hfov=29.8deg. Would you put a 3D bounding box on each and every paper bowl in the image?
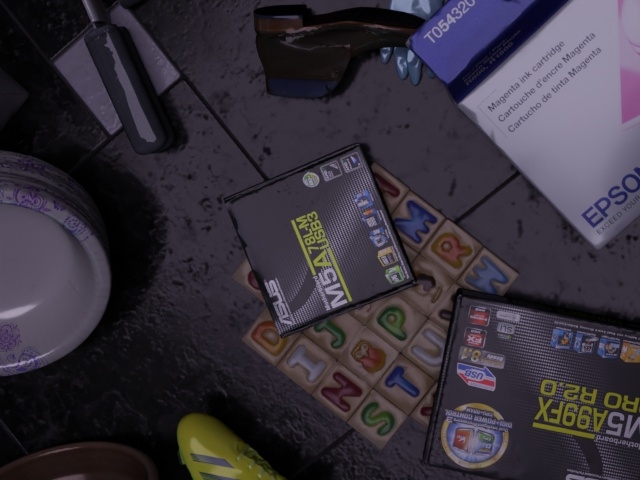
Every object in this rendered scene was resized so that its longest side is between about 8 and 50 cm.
[{"bbox_3d":[-0.401,0.017,1.463,0.284,0.148,0.284,-7,126,-10],"label":"paper bowl"}]

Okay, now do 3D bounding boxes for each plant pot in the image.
[{"bbox_3d":[-0.306,0.411,1.492,0.263,0.263,0.229,-7,113,9],"label":"plant pot"}]

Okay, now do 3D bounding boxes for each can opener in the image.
[{"bbox_3d":[-0.238,-0.250,1.487,0.095,0.076,0.283,-24,92,10],"label":"can opener"}]

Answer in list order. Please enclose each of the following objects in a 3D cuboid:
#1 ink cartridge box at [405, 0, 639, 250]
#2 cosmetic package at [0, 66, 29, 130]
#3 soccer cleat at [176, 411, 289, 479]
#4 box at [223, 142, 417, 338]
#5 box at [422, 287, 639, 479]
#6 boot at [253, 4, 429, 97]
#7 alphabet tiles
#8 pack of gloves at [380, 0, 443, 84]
[{"bbox_3d":[0.319,-0.213,1.347,0.330,0.071,0.324,45,104,-5],"label":"ink cartridge box"},{"bbox_3d":[-0.513,-0.203,1.455,0.224,0.225,0.138,43,102,3],"label":"cosmetic package"},{"bbox_3d":[-0.062,0.317,1.490,0.121,0.093,0.289,-35,96,37],"label":"soccer cleat"},{"bbox_3d":[0.000,0.000,1.480,0.184,0.045,0.190,-21,91,7],"label":"box"},{"bbox_3d":[0.275,0.189,1.453,0.270,0.060,0.216,12,97,4],"label":"box"},{"bbox_3d":[0.028,-0.225,1.457,0.219,0.082,0.106,6,115,12],"label":"boot"},{"bbox_3d":[0.072,0.083,1.505,0.342,0.011,0.285,38,99,3],"label":"alphabet tiles"},{"bbox_3d":[0.169,-0.299,1.440,0.195,0.046,0.232,3,95,7],"label":"pack of gloves"}]
